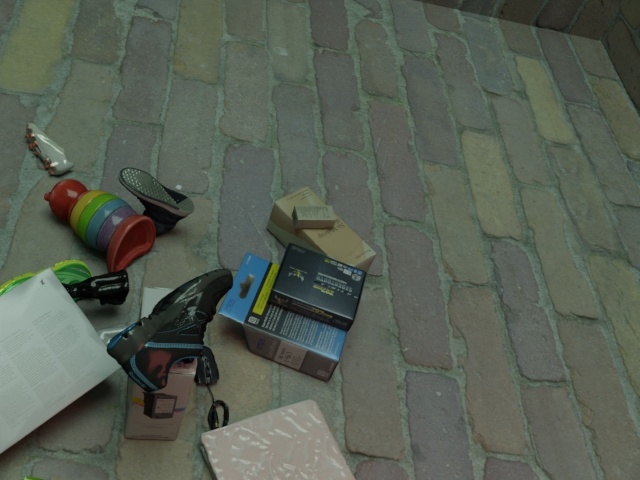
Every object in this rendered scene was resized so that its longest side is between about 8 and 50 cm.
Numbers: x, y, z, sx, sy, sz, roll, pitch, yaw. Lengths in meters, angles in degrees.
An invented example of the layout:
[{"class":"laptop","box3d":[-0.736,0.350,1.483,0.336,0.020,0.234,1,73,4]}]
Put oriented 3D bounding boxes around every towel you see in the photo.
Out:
[{"class":"towel","box3d":[-0.082,0.552,1.762,0.316,0.053,0.332,-12,54,-27]}]

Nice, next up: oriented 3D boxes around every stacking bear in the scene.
[{"class":"stacking bear","box3d":[-0.614,-0.065,2.065,0.289,0.164,0.175,31,46,15]}]

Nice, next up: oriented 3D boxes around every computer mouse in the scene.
[{"class":"computer mouse","box3d":[-0.273,0.359,1.875,0.071,0.041,0.242,-6,53,-25]}]

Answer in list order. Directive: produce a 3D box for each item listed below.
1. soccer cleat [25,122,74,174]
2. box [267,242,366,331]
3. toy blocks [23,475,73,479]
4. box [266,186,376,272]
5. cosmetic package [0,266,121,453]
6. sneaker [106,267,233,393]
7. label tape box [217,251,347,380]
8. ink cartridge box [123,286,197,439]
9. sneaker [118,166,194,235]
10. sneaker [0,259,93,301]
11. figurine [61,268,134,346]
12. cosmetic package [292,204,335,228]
[{"class":"soccer cleat","box3d":[-0.804,-0.271,2.243,0.076,0.068,0.196,-24,67,-40]},{"class":"box","box3d":[-0.006,0.122,2.025,0.232,0.059,0.183,21,46,-1]},{"class":"toy blocks","box3d":[-0.430,0.633,1.498,0.381,0.191,0.261,18,58,-16]},{"class":"box","box3d":[0.000,0.000,2.241,0.148,0.121,0.311,-30,64,-37]},{"class":"cosmetic package","box3d":[-0.679,0.278,1.666,0.377,0.097,0.285,-36,93,-31]},{"class":"sneaker","box3d":[-0.288,0.179,1.578,0.140,0.125,0.341,55,46,-7]},{"class":"label tape box","box3d":[-0.090,0.200,2.038,0.333,0.106,0.241,21,45,0]},{"class":"ink cartridge box","box3d":[-0.364,0.283,1.726,0.131,0.306,0.226,6,47,-15]},{"class":"sneaker","box3d":[-0.489,-0.100,2.114,0.226,0.163,0.086,33,44,-27]},{"class":"sneaker","box3d":[-0.689,0.143,1.874,0.295,0.109,0.123,-29,63,-36]},{"class":"figurine","box3d":[-0.566,0.189,1.847,0.209,0.092,0.215,-7,80,-26]},{"class":"cosmetic package","box3d":[-0.019,-0.068,2.181,0.115,0.041,0.060,2,49,-18]}]
